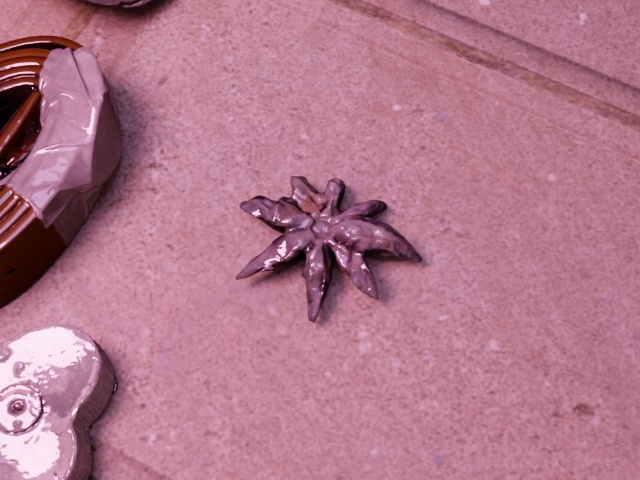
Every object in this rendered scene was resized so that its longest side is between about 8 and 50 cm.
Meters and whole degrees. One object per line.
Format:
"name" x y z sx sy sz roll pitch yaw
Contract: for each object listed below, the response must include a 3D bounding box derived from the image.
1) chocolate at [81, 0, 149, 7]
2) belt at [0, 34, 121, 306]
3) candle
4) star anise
"chocolate" -0.306 -0.440 1.131 0.213 0.303 0.303 18 65 36
"belt" -0.361 -0.074 1.037 0.217 0.122 0.339 30 70 14
"candle" -0.306 0.176 0.958 0.168 0.068 0.192 6 63 4
"star anise" 0.000 0.000 1.034 0.204 0.061 0.181 34 71 13
